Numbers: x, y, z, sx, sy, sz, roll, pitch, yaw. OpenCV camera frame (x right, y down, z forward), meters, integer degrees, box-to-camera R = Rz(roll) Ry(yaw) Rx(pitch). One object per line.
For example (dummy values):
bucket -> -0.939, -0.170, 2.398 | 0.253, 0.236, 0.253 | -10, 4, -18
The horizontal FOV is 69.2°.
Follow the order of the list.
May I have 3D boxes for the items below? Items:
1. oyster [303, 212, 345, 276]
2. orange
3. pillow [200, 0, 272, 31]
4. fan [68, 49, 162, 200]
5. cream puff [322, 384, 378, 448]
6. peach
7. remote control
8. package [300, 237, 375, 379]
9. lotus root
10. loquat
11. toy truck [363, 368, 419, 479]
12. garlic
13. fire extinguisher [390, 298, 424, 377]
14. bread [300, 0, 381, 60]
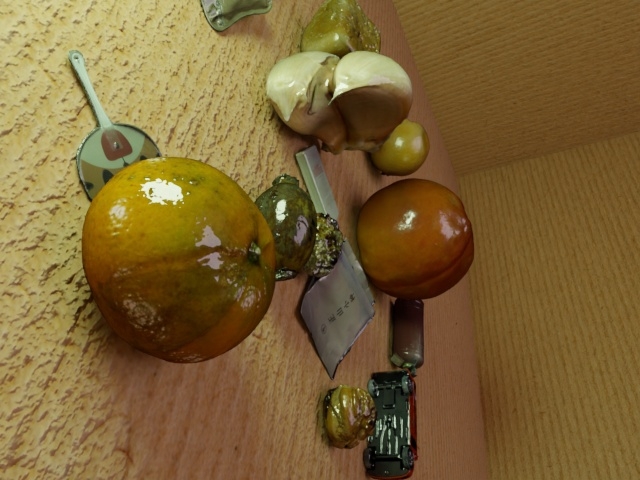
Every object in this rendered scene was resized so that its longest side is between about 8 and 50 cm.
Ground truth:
oyster -> 0.000, 0.007, 0.971 | 0.105, 0.056, 0.177 | 37, 45, -11
orange -> -0.147, 0.020, 0.533 | 0.240, 0.171, 0.240 | 33, 52, -57
pillow -> -0.163, -0.484, 0.887 | 0.217, 0.033, 0.130 | -49, 132, -46
fan -> -0.255, -0.118, 0.572 | 0.226, 0.008, 0.152 | 70, 26, -18
cream puff -> 0.062, 0.345, 0.924 | 0.133, 0.104, 0.119 | -15, 85, -67
peach -> 0.273, -0.008, 1.307 | 0.343, 0.302, 0.342 | 38, 46, -55
remote control -> -0.004, -0.125, 1.094 | 0.190, 0.029, 0.087 | 69, 26, -17
package -> 0.037, 0.146, 1.028 | 0.251, 0.062, 0.203 | -53, 127, -44
lotus root -> -0.066, -0.028, 0.804 | 0.120, 0.120, 0.209 | 39, 47, -54
loquat -> 0.265, -0.309, 1.567 | 0.208, 0.208, 0.208 | 41, 43, -53
toy truck -> 0.178, 0.443, 1.112 | 0.114, 0.108, 0.252 | 54, 33, -41
garlic -> 0.038, -0.309, 1.025 | 0.249, 0.286, 0.313 | -62, 151, -3
fire extinguisher -> 0.262, 0.293, 1.379 | 0.104, 0.105, 0.268 | 57, 32, -38
bread -> 0.049, -0.502, 1.224 | 0.195, 0.176, 0.246 | 38, 47, -38
